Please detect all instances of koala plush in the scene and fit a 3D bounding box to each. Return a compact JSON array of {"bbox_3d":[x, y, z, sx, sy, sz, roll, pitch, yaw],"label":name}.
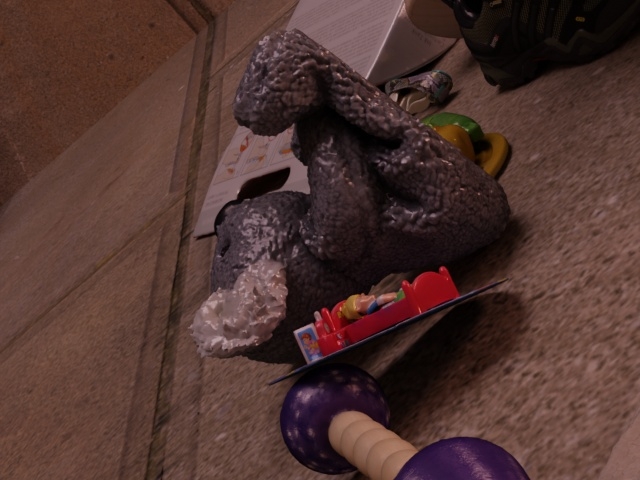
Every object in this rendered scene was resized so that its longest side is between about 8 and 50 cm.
[{"bbox_3d":[0.000,0.000,1.017,0.221,0.203,0.196,-53,-15,3],"label":"koala plush"}]

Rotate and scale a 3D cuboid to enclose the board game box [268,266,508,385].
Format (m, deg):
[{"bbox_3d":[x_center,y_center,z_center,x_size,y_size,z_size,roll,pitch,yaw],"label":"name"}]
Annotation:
[{"bbox_3d":[0.038,0.045,0.906,0.168,0.033,0.133,-24,-6,-3],"label":"board game box"}]

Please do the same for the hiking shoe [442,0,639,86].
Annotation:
[{"bbox_3d":[0.190,-0.208,1.189,0.227,0.114,0.086,-22,26,51],"label":"hiking shoe"}]

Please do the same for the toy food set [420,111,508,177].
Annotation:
[{"bbox_3d":[0.065,-0.064,1.190,0.128,0.071,0.218,-47,16,-17],"label":"toy food set"}]

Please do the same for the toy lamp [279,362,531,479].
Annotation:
[{"bbox_3d":[0.047,0.123,0.745,0.080,0.080,0.274,-44,15,-6],"label":"toy lamp"}]

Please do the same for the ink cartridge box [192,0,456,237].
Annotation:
[{"bbox_3d":[0.022,-0.169,1.615,0.308,0.091,0.385,-14,49,59],"label":"ink cartridge box"}]

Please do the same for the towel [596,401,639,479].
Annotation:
[{"bbox_3d":[0.245,0.041,0.541,0.187,0.049,0.282,-52,20,-27],"label":"towel"}]

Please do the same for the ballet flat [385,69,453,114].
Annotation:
[{"bbox_3d":[0.090,-0.143,1.403,0.041,0.041,0.114,-48,16,-19],"label":"ballet flat"}]

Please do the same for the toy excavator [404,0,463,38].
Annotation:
[{"bbox_3d":[0.157,-0.350,1.188,0.433,0.445,0.222,-27,59,33],"label":"toy excavator"}]
